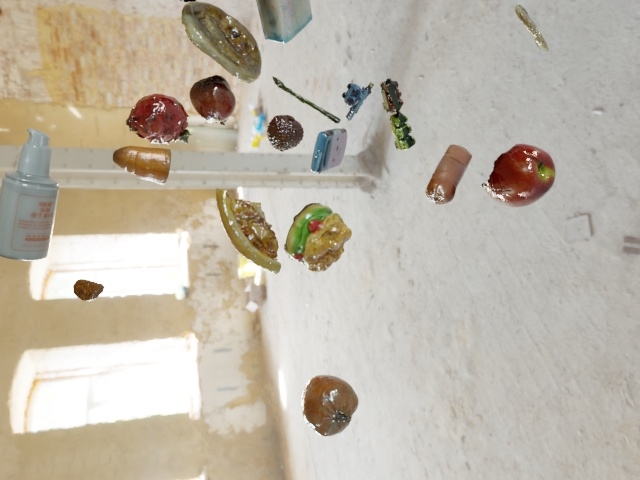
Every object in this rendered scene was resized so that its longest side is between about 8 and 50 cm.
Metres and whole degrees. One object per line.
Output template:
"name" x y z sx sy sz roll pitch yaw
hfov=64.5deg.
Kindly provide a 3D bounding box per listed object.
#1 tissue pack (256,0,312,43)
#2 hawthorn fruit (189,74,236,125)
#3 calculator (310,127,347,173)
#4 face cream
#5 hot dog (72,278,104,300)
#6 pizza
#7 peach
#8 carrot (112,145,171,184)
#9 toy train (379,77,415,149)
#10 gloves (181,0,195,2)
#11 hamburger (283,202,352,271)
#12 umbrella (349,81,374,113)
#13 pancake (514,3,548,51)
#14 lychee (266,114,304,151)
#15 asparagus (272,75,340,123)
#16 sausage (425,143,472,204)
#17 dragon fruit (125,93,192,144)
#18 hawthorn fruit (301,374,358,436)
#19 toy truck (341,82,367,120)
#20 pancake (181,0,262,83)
"tissue pack" -0.132 -0.871 1.801 0.201 0.124 0.271 -56 -27 -29
"hawthorn fruit" -0.404 -0.527 1.935 0.188 0.169 0.169 74 176 -46
"calculator" 0.037 -0.361 2.014 0.293 0.051 0.172 -35 -38 -63
"face cream" -0.569 -0.092 0.994 0.101 0.101 0.251 -142 66 -67
"hot dog" -0.599 0.127 1.312 0.035 0.083 0.058 84 -153 -43
"pizza" -0.244 -0.040 1.796 0.365 0.182 0.074 59 146 3
"peach" 0.626 -0.207 1.628 0.226 0.196 0.189 -7 64 63
"carrot" -0.743 -0.333 2.108 0.159 0.225 0.159 -166 90 -68
"toy train" 0.254 -0.421 1.701 0.085 0.053 0.249 25 143 57
"gloves" -0.424 -0.871 1.659 0.181 0.106 0.129 -25 98 49
"hamburger" 0.000 0.000 1.663 0.149 0.237 0.237 33 130 27
"umbrella" 0.166 -0.570 2.030 0.040 0.037 0.144 31 85 46
"pancake" 0.539 -0.543 1.297 0.025 0.152 0.151 -31 57 31
"lychee" -0.116 -0.352 1.664 0.129 0.123 0.123 105 156 -58
"asparagus" -0.043 -0.390 1.412 0.023 0.233 0.022 -55 -6 -10
"sausage" 0.435 -0.226 1.717 0.348 0.097 0.094 -52 -9 -46
"dragon fruit" -0.542 -0.410 1.717 0.172 0.210 0.172 -13 73 52
"hawthorn fruit" 0.003 0.415 1.291 0.189 0.149 0.149 1 93 40
"toy truck" 0.114 -0.517 1.894 0.136 0.074 0.063 -54 45 31
"pancake" -0.355 -0.740 1.862 0.065 0.356 0.356 -37 51 33
